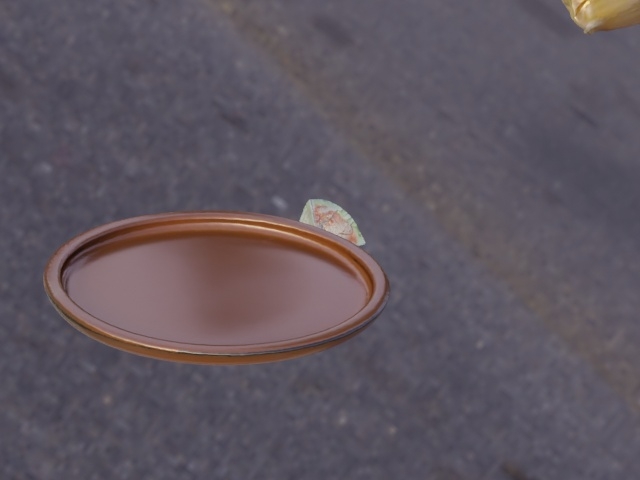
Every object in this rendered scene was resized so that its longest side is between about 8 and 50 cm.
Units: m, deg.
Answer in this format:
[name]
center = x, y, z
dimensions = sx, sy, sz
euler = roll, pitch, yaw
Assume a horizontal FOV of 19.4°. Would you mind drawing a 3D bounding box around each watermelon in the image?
[watermelon]
center = 0.000, 0.000, 2.126
dimensions = 0.085, 0.085, 0.061
euler = 32, 32, -8

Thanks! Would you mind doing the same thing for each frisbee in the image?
[frisbee]
center = -0.074, 0.032, 1.352
dimensions = 0.250, 0.021, 0.251
euler = 2, 22, -1

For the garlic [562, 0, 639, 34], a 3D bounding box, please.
[garlic]
center = 0.360, -0.283, 1.889
dimensions = 0.145, 0.245, 0.164
euler = 55, 43, -26
